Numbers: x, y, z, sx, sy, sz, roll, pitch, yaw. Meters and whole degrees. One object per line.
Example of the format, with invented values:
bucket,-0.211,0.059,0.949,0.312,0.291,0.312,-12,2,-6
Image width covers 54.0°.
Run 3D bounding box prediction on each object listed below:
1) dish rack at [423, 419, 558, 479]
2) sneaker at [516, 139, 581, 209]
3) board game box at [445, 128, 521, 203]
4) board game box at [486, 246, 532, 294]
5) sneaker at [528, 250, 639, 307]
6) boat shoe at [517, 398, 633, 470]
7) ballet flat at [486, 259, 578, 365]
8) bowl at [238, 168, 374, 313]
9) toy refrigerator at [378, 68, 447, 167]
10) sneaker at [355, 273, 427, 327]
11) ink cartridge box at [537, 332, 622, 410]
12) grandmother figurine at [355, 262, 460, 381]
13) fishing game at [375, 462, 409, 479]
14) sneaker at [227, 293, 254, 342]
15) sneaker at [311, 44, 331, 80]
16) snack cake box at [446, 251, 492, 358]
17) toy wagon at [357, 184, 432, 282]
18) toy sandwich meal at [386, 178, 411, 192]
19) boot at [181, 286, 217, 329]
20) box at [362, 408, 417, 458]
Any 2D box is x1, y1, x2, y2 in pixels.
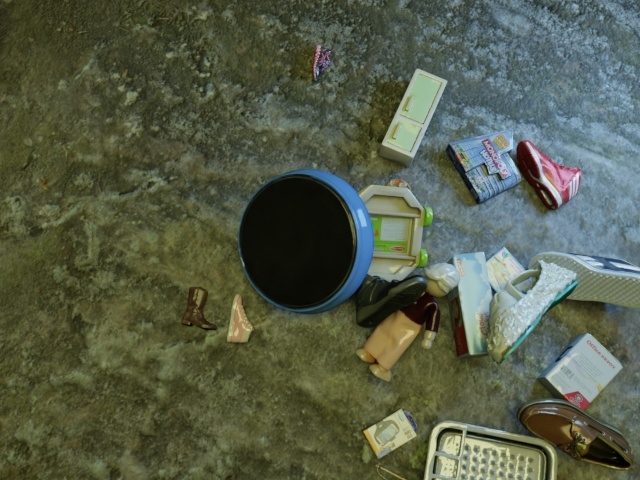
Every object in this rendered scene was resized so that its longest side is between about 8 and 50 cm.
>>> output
dish rack,0.426,0.630,1.612,0.332,0.072,0.286,10,75,2
sneaker,0.673,-0.210,1.841,0.128,0.087,0.221,-27,89,-16
board game box,0.503,-0.236,1.846,0.194,0.060,0.194,-27,77,-7
board game box,0.528,0.110,1.768,0.103,0.026,0.154,-38,79,-4
sneaker,0.746,0.103,1.736,0.321,0.127,0.126,17,110,26
boat shoe,0.652,0.492,1.590,0.307,0.104,0.111,18,114,-7
ballet flat,0.508,0.169,1.597,0.408,0.147,0.147,-29,75,-40
bowl,-0.051,0.002,1.672,0.391,0.077,0.392,1,91,26
toy refrigerator,0.274,-0.364,1.860,0.102,0.094,0.270,24,77,5
sneaker,0.171,0.121,1.613,0.087,0.227,0.130,18,49,-35
ink cartridge box,0.695,0.356,1.686,0.175,0.072,0.127,-42,79,-10
grandmother figurine,0.234,0.194,1.648,0.208,0.104,0.342,45,104,25
fishing game,0.159,0.727,1.601,0.189,0.041,0.264,29,77,9
sneaker,-0.213,0.217,1.725,0.070,0.051,0.134,8,79,0
sneaker,0.005,-0.543,1.933,0.057,0.047,0.119,12,76,-9
snack cake box,0.404,0.177,1.689,0.089,0.152,0.265,-6,76,-3
toy wagon,0.164,0.022,1.733,0.267,0.068,0.345,4,96,-14
toy sandwich meal,0.228,-0.143,1.834,0.085,0.029,0.086,0,75,-1
boot,-0.324,0.186,1.741,0.106,0.037,0.114,13,71,0
box,0.190,0.507,1.664,0.136,0.028,0.081,-29,77,-6
